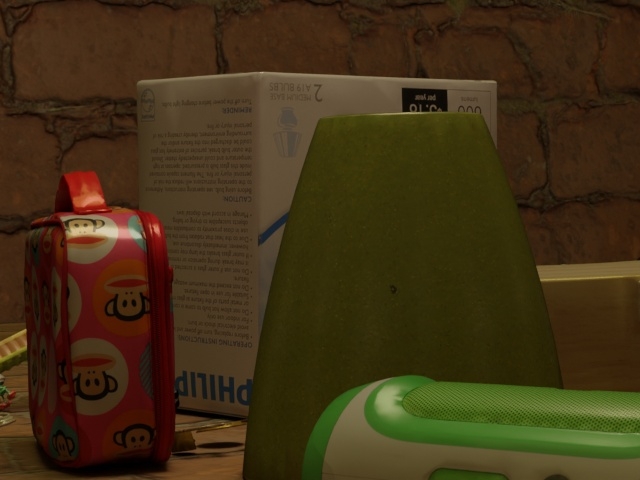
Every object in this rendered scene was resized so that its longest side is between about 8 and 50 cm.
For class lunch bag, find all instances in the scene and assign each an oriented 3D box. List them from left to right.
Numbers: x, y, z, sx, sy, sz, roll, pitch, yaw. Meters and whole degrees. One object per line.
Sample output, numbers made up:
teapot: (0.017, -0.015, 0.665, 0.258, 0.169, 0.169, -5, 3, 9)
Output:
lunch bag: (-0.208, 0.066, 1.671, 0.120, 0.258, 0.293, -4, 3, -15)

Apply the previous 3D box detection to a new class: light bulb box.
light bulb box: (0.000, 0.000, 2.052, 0.358, 0.361, 0.225, -3, 3, -40)

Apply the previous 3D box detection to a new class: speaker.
speaker: (0.133, 0.138, 0.988, 0.296, 0.131, 0.131, -1, 2, 43)

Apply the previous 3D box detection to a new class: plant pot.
plant pot: (0.067, 0.044, 1.515, 0.274, 0.294, 0.275, -2, 1, 0)

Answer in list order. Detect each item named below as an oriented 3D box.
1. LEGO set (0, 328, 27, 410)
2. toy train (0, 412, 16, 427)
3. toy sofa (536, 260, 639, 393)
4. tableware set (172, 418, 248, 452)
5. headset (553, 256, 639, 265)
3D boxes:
LEGO set: (-0.314, 0.158, 2.102, 0.132, 0.107, 0.287, -43, -18, 32)
toy train: (-0.321, 0.181, 1.548, 0.125, 0.046, 0.166, 0, 5, 7)
toy sofa: (0.183, 0.105, 1.745, 0.362, 0.150, 0.177, -2, 4, -2)
tableware set: (-0.070, 0.176, 1.693, 0.154, 0.024, 0.104, -8, -5, -23)
headset: (0.385, 0.113, 1.928, 0.394, 0.185, 0.243, 16, -3, 37)
